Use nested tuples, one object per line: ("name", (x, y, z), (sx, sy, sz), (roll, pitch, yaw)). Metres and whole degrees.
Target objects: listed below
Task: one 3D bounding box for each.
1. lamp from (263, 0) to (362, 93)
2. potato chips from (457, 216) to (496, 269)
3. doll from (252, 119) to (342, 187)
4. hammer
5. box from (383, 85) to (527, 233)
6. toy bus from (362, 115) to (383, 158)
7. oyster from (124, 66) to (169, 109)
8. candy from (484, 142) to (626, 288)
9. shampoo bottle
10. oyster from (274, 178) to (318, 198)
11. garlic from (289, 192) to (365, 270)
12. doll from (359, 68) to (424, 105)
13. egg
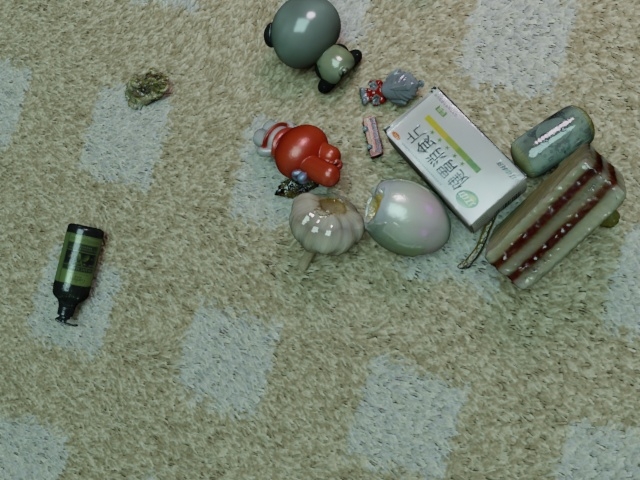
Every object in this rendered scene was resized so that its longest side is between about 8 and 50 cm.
("lamp", (-0.016, -0.525, 1.639), (0.197, 0.198, 0.244), (-43, 100, 5))
("potato chips", (0.406, -0.014, 1.562), (0.037, 0.026, 0.204), (28, 91, 20))
("doll", (-0.049, -0.230, 1.623), (0.290, 0.130, 0.161), (31, 62, 29))
("hammer", (0.614, -0.157, 1.500), (0.201, 0.113, 0.306), (-34, 87, 11))
("box", (0.327, -0.197, 1.526), (0.173, 0.145, 0.333), (-41, 73, 5))
("toy bus", (0.138, -0.272, 1.645), (0.043, 0.031, 0.110), (-13, 81, 4))
("oyster", (-0.499, -0.449, 1.797), (0.165, 0.053, 0.109), (-15, 71, 18))
("candy", (0.530, -0.054, 1.407), (0.135, 0.179, 0.321), (41, 117, 0))
("shampoo bottle", (-0.694, 0.097, 1.759), (0.101, 0.101, 0.284), (13, 88, 14))
("oyster", (-0.057, -0.153, 1.676), (0.086, 0.029, 0.132), (39, 87, 15))
("garlic", (0.000, 0.000, 1.600), (0.199, 0.199, 0.226), (30, 123, 14))
("doll", (0.185, -0.395, 1.628), (0.180, 0.079, 0.094), (-7, 98, 25))
("egg", (0.222, -0.051, 1.527), (0.217, 0.183, 0.183), (16, 88, -12))
